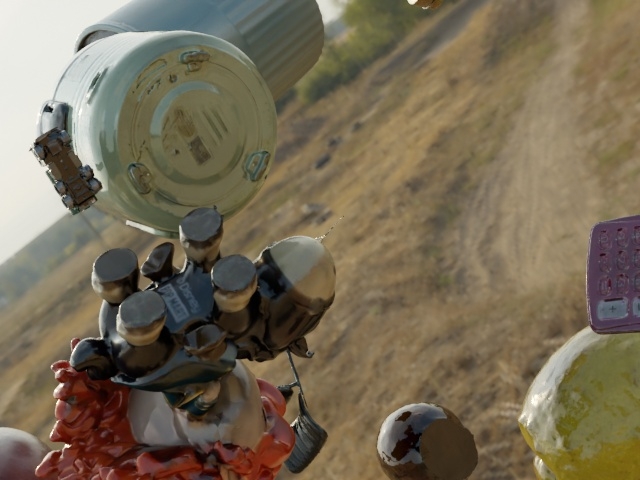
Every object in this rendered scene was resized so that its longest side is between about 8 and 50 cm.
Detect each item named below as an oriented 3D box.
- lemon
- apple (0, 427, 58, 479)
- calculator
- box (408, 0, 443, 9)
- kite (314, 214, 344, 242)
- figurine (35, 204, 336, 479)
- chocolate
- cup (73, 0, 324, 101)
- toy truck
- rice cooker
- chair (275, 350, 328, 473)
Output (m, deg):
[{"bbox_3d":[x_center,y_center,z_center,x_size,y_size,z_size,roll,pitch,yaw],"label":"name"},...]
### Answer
[{"bbox_3d":[0.454,0.250,1.585,0.316,0.285,0.285,-18,6,-6],"label":"lemon"},{"bbox_3d":[-0.414,0.361,1.229,0.305,0.235,0.306,-19,12,4],"label":"apple"},{"bbox_3d":[0.354,0.028,1.053,0.190,0.034,0.127,-9,65,36],"label":"calculator"},{"bbox_3d":[0.157,-0.385,1.536,0.105,0.037,0.105,-171,90,-74],"label":"box"},{"bbox_3d":[-0.001,-0.002,1.202,0.078,0.002,0.044,-51,13,4],"label":"kite"},{"bbox_3d":[-0.133,0.143,1.136,0.306,0.241,0.412,-20,-39,-49],"label":"figurine"},{"bbox_3d":[0.130,0.275,1.413,0.133,0.127,0.124,-32,20,53],"label":"chocolate"},{"bbox_3d":[-0.170,-0.260,1.663,0.256,0.331,0.311,23,51,30],"label":"cup"},{"bbox_3d":[-0.243,-0.065,1.020,0.039,0.083,0.044,-36,15,-24],"label":"toy truck"},{"bbox_3d":[-0.181,-0.119,1.175,0.226,0.226,0.244,-41,29,-19],"label":"rice cooker"},{"bbox_3d":[-0.104,0.295,1.879,0.145,0.221,0.140,-2,-42,-38],"label":"chair"}]
